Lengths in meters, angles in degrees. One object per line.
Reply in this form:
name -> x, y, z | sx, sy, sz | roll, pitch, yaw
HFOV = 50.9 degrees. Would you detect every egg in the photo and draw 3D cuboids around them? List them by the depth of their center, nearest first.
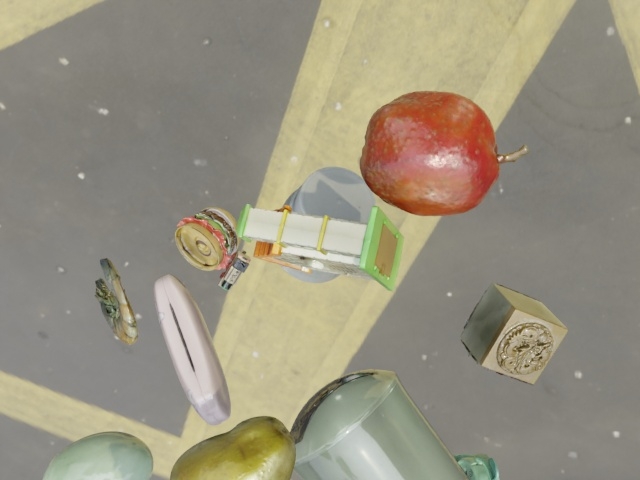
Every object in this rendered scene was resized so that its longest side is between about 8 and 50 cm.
egg -> -0.571, 0.601, 1.731 | 0.282, 0.203, 0.203 | -17, 131, -6

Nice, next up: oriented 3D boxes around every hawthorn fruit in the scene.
hawthorn fruit -> 0.191, -0.131, 1.045 | 0.253, 0.205, 0.205 | 8, 135, 22

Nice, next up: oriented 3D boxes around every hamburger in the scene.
hamburger -> -0.292, -0.012, 1.794 | 0.175, 0.137, 0.175 | 18, 131, 23

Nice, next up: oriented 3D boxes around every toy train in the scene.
toy train -> -0.267, 0.096, 2.076 | 0.050, 0.087, 0.138 | 30, 99, -17

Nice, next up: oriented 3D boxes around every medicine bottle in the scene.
medicine bottle -> 0.009, -0.039, 1.798 | 0.245, 0.245, 0.306 | 25, 154, -4

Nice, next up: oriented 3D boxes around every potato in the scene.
potato -> -0.118, 0.335, 0.979 | 0.194, 0.157, 0.157 | -43, 112, 9

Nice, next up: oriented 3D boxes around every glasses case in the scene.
glasses case -> -0.235, 0.194, 1.224 | 0.075, 0.297, 0.113 | -25, 151, -5

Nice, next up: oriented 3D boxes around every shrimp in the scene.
shrimp -> -0.404, 0.108, 1.316 | 0.217, 0.051, 0.150 | 38, 137, 45

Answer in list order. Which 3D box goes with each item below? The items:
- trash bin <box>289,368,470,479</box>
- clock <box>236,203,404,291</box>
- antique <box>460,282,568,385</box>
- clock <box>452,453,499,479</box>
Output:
trash bin -> 0.133, 0.468, 1.335 | 0.432, 0.280, 0.280 | 52, 133, 3
clock -> 0.000, 0.000, 1.213 | 0.255, 0.106, 0.220 | 10, 169, 20
antique -> 0.400, 0.198, 1.398 | 0.146, 0.148, 0.152 | 20, 107, -19
clock -> 0.351, 0.556, 1.526 | 0.060, 0.148, 0.188 | 5, 156, -16
